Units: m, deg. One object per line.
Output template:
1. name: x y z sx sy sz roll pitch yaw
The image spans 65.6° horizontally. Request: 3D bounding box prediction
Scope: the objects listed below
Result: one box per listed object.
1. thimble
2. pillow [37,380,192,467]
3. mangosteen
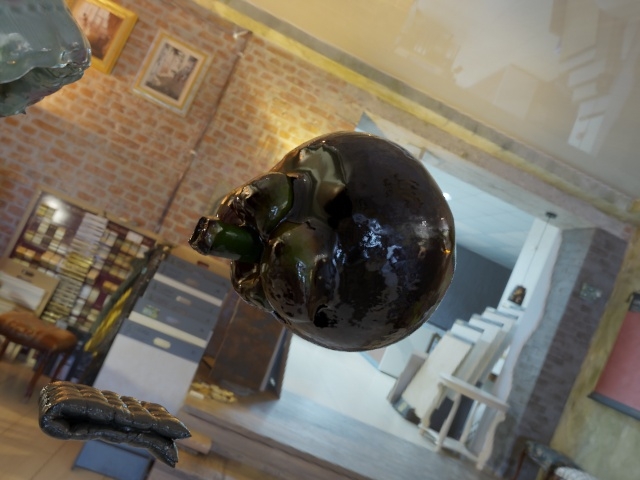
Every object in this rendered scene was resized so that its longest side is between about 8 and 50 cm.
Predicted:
1. thimble: -0.307 -0.170 0.398 0.210 0.185 0.149 -11 -64 41
2. pillow: -0.487 0.420 1.167 0.326 0.101 0.228 29 -17 -26
3. mangosteen: 0.000 0.000 0.574 0.302 0.275 0.275 1 9 -32
